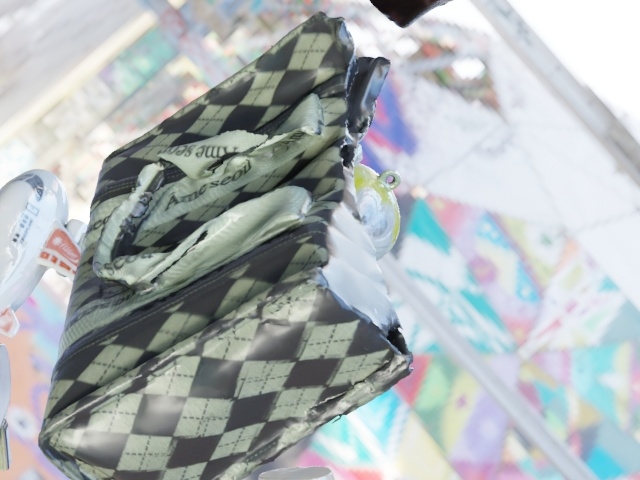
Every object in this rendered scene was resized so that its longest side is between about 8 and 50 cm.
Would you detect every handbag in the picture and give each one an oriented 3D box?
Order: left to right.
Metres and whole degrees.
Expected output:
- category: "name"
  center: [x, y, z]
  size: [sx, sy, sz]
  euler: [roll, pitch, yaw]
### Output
- category: "handbag"
  center: [-0.070, 0.004, 1.460]
  size: [0.316, 0.180, 0.416]
  euler: [-36, -151, 23]

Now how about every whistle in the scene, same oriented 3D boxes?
- category: "whistle"
  center: [0.000, 0.000, 1.822]
  size: [0.223, 0.123, 0.123]
  euler: [-40, -175, 15]

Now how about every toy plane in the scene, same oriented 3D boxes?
- category: "toy plane"
  center: [-0.403, 0.014, 2.183]
  size: [0.252, 0.252, 0.118]
  euler: [-44, 154, -18]

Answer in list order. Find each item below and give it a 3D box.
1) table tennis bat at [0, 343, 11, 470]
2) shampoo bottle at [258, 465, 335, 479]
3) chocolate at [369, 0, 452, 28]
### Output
- category: "table tennis bat"
  center: [-0.354, 0.186, 1.875]
  size: [0.095, 0.014, 0.158]
  euler: [-85, 176, -58]
- category: "shampoo bottle"
  center: [-0.010, 0.364, 1.750]
  size: [0.127, 0.257, 0.078]
  euler: [-3, -175, 26]
- category: "chocolate"
  center: [0.088, -0.423, 1.826]
  size: [0.210, 0.340, 0.225]
  euler: [-31, 170, 16]
